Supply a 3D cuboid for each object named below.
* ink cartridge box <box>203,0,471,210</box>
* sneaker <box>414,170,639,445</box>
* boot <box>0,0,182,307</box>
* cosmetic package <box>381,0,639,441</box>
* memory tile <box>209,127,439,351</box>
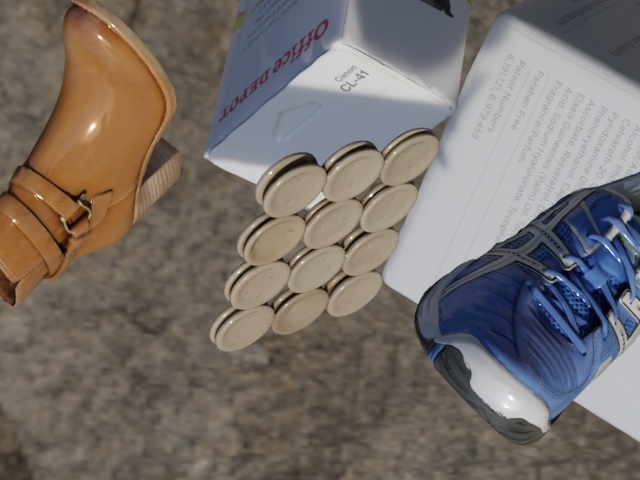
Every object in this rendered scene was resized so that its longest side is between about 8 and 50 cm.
[{"bbox_3d":[0.026,-0.211,1.669,0.226,0.131,0.306,-36,37,48],"label":"ink cartridge box"},{"bbox_3d":[0.106,0.018,0.826,0.080,0.211,0.081,45,119,-1],"label":"sneaker"},{"bbox_3d":[-0.164,-0.050,1.200,0.152,0.197,0.073,-41,56,-20],"label":"boot"},{"bbox_3d":[0.341,-0.034,1.928,0.393,0.329,0.327,32,119,17],"label":"cosmetic package"},{"bbox_3d":[0.000,0.000,1.005,0.012,0.113,0.148,54,144,28],"label":"memory tile"}]
